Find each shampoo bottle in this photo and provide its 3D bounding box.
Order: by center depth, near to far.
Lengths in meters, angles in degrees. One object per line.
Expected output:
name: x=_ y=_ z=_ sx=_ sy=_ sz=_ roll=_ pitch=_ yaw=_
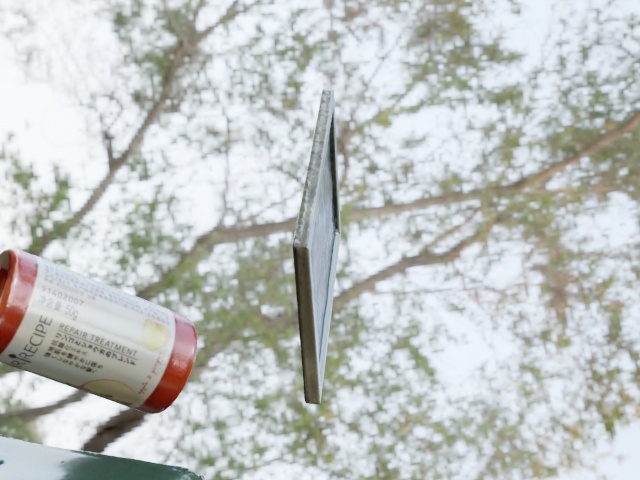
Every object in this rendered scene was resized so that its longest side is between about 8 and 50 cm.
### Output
shampoo bottle: x=-0.258 y=0.074 z=1.078 sx=0.104 sy=0.278 sz=0.104 roll=-40 pitch=-144 yaw=39

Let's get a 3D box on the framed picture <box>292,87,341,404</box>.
framed picture: x=0.000 y=0.000 z=1.369 sx=0.324 sy=0.020 sz=0.240 roll=-80 pitch=169 yaw=-52

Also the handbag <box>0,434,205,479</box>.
handbag: x=-0.254 y=0.247 z=0.964 sx=0.247 sy=0.260 sz=0.079 roll=-35 pitch=137 yaw=-69
